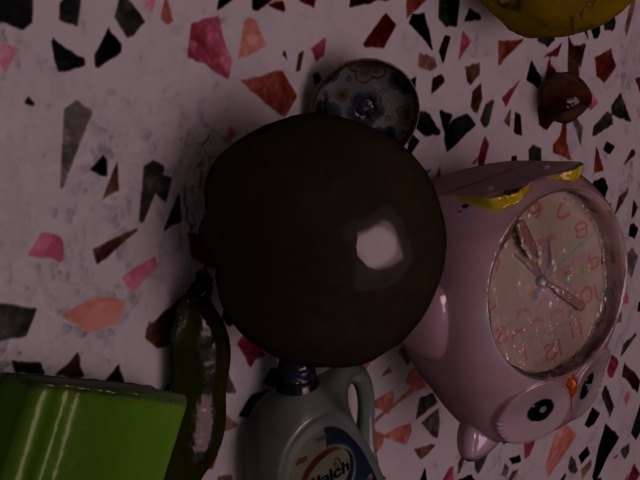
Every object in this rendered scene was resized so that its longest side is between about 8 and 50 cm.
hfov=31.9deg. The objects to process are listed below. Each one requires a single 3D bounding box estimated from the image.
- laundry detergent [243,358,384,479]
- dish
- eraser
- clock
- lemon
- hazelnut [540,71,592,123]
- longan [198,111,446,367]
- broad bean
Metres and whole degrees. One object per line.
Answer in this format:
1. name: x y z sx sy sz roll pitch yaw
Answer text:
1. laundry detergent: -0.005 0.258 1.458 0.215 0.105 0.280 -22 114 -39
2. dish: 0.051 -0.174 1.436 0.141 0.078 0.141 -3 114 -7
3. eraser: -0.276 0.279 1.201 0.210 0.092 0.274 16 90 -45
4. clock: 0.249 0.085 1.552 0.368 0.251 0.376 -20 108 -31
5. lemon: 0.336 -0.411 1.534 0.284 0.260 0.260 -20 114 -40
6. hazelnut: 0.382 -0.225 1.750 0.086 0.086 0.086 -13 109 -43
7. longan: 0.003 -0.004 1.272 0.297 0.297 0.297 -13 109 -43
8. broad bean: -0.147 0.187 1.325 0.077 0.061 0.339 -1 100 -38
